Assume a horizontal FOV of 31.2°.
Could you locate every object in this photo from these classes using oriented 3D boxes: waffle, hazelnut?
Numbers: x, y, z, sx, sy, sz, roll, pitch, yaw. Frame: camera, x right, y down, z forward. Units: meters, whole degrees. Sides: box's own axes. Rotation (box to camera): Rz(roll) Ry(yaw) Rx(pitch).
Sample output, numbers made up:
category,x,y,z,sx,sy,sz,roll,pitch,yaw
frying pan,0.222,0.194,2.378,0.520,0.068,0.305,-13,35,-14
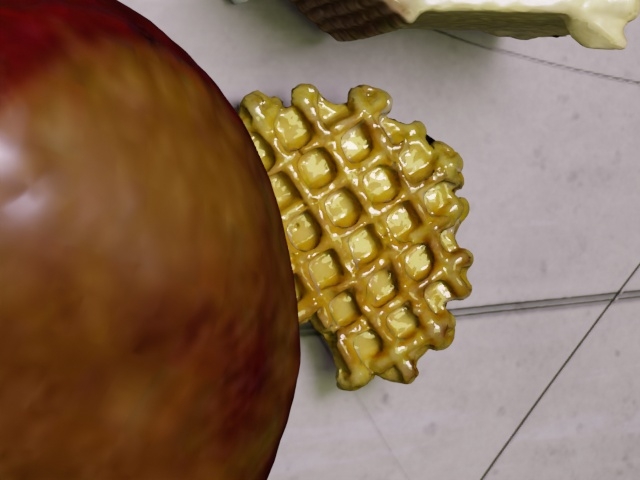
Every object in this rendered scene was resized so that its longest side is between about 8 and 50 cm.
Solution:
category,x,y,z,sx,sy,sz,roll,pitch,yaw
waffle,0.000,0.000,0.913,0.253,0.056,0.249,1,97,-12
hazelnut,-0.202,0.037,0.651,0.402,0.402,0.429,-32,123,-19

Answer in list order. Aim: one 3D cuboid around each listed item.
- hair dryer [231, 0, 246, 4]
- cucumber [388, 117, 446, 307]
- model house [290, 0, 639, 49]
category,x,y,z,sx,sy,sz,roll,pitch,yaw
hair dryer,-0.141,-0.222,0.863,0.183,0.044,0.155,-33,106,-14
cucumber,0.086,0.003,0.984,0.070,0.046,0.220,-3,98,-32
model house,0.076,-0.295,0.858,0.266,0.261,0.321,-4,96,-14
